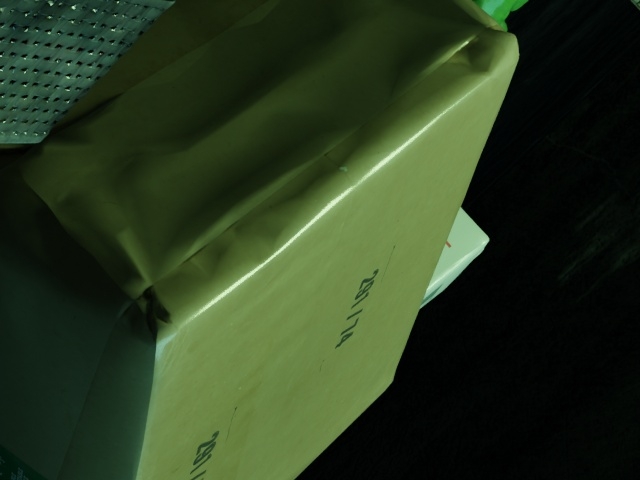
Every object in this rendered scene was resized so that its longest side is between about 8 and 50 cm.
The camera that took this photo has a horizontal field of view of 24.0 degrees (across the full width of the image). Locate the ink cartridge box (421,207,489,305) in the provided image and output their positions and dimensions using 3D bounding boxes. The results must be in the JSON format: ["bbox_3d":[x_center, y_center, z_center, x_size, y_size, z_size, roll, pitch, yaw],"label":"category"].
[{"bbox_3d":[0.000,0.000,1.352,0.353,0.207,0.119,-37,171,-31],"label":"ink cartridge box"}]

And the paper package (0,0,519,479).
[{"bbox_3d":[-0.071,0.023,0.843,0.309,0.168,0.324,-40,159,-36],"label":"paper package"}]

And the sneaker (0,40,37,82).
[{"bbox_3d":[-0.205,-0.032,0.807,0.234,0.084,0.097,-49,164,-16],"label":"sneaker"}]

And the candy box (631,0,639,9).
[{"bbox_3d":[0.352,-0.297,1.477,0.087,0.183,0.316,-45,170,29],"label":"candy box"}]

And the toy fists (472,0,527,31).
[{"bbox_3d":[0.096,-0.188,1.200,0.279,0.096,0.142,-41,172,-27],"label":"toy fists"}]

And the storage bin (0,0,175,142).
[{"bbox_3d":[-0.145,-0.106,0.533,0.084,0.122,0.180,-43,171,15],"label":"storage bin"}]
